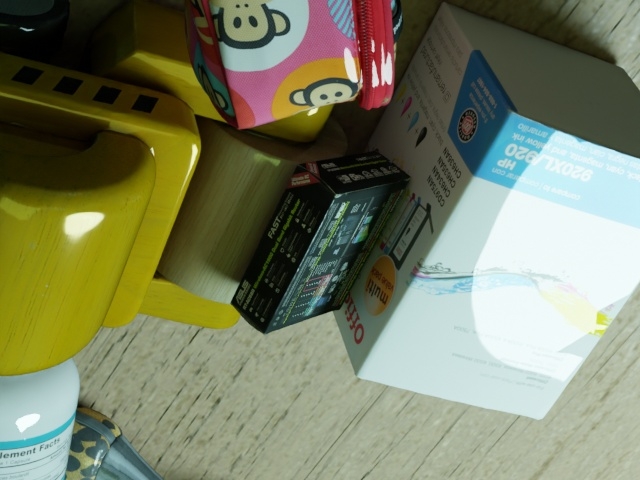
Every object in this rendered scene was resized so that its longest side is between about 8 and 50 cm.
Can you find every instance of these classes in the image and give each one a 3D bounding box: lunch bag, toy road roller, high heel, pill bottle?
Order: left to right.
[{"bbox_3d":[-0.266,0.158,1.014,0.146,0.146,0.264,6,111,-17],"label":"pill bottle"},{"bbox_3d":[-0.234,0.248,1.164,0.186,0.093,0.261,44,122,-11],"label":"high heel"},{"bbox_3d":[-0.142,-0.022,0.864,0.329,0.240,0.202,12,122,-21],"label":"toy road roller"},{"bbox_3d":[-0.033,-0.229,0.709,0.120,0.293,0.258,-9,128,-1],"label":"lunch bag"}]

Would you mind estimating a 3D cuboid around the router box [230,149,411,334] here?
[{"bbox_3d":[0.000,0.000,0.913,0.092,0.038,0.122,-13,138,-53],"label":"router box"}]

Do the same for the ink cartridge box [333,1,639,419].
[{"bbox_3d":[0.126,-0.017,0.975,0.168,0.171,0.233,15,120,-23],"label":"ink cartridge box"}]
